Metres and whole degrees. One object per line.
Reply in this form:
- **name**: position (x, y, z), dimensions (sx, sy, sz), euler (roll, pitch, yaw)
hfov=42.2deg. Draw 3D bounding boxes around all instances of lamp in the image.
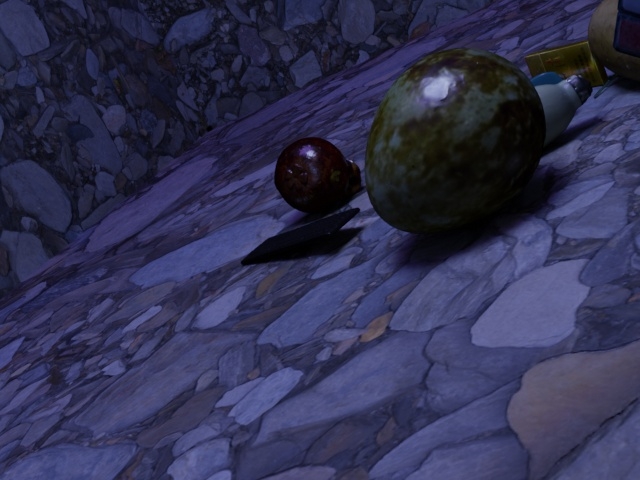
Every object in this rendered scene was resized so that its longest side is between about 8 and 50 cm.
- **lamp**: position (0.321, -0.181, 1.333), dimensions (0.250, 0.101, 0.101), euler (-34, 16, 7)

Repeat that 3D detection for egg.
- **egg**: position (0.185, -0.135, 1.174), dimensions (0.289, 0.238, 0.238), euler (-54, 25, -16)

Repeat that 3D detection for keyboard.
- **keyboard**: position (-0.006, -0.011, 1.436), dimensions (0.381, 0.041, 0.103), euler (-9, 25, 48)

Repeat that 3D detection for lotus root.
- **lotus root**: position (0.553, -0.334, 1.323), dimensions (0.169, 0.152, 0.343), euler (-26, 20, -3)

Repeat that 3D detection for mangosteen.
- **mangosteen**: position (-0.008, -0.122, 1.637), dimensions (0.146, 0.156, 0.181), euler (-52, -15, 5)

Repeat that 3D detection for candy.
- **candy**: position (0.516, -0.289, 1.472), dimensions (0.123, 0.035, 0.035), euler (-44, 18, -22)

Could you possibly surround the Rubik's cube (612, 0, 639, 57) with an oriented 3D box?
- **Rubik's cube**: position (0.576, -0.380, 1.033), dimensions (0.293, 0.287, 0.292), euler (-36, 48, -28)

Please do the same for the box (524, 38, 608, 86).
- **box**: position (0.457, -0.321, 1.550), dimensions (0.022, 0.089, 0.156), euler (-34, 19, -28)

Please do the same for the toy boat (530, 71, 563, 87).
- **toy boat**: position (0.346, -0.210, 1.439), dimensions (0.175, 0.091, 0.110), euler (-33, -17, -12)
